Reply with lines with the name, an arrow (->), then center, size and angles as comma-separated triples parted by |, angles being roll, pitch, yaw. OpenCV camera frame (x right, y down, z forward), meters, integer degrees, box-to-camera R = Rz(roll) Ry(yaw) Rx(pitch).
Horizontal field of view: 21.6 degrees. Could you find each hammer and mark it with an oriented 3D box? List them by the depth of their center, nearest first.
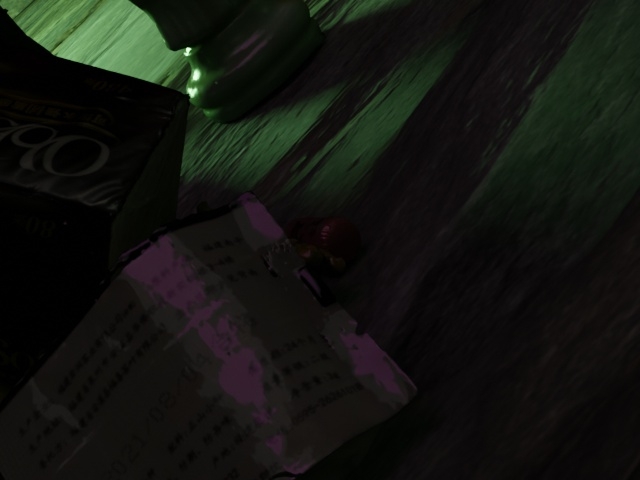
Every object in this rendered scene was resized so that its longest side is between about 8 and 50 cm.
hammer -> 0.000, 0.000, 1.330 | 0.043, 0.043, 0.083 | -47, 20, -21

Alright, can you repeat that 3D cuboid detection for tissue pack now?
tissue pack -> -0.293, -0.042, 1.279 | 0.198, 0.369, 0.210 | -68, -9, -52

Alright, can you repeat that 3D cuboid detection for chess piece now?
chess piece -> -0.149, -0.288, 1.859 | 0.175, 0.298, 0.176 | -36, 21, 16

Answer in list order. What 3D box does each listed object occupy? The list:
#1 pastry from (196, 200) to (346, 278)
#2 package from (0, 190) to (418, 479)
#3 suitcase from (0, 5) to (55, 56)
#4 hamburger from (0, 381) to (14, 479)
pastry -> -0.073, 0.062, 1.227 | 0.154, 0.102, 0.250 | -42, 18, 32
package -> -0.089, 0.107, 1.060 | 0.251, 0.062, 0.204 | -42, 58, 4
suitcase -> -0.389, -0.092, 1.798 | 0.188, 0.345, 0.339 | -26, 23, 47
hamburger -> -0.233, 0.119, 1.361 | 0.124, 0.131, 0.262 | -56, 6, 43
